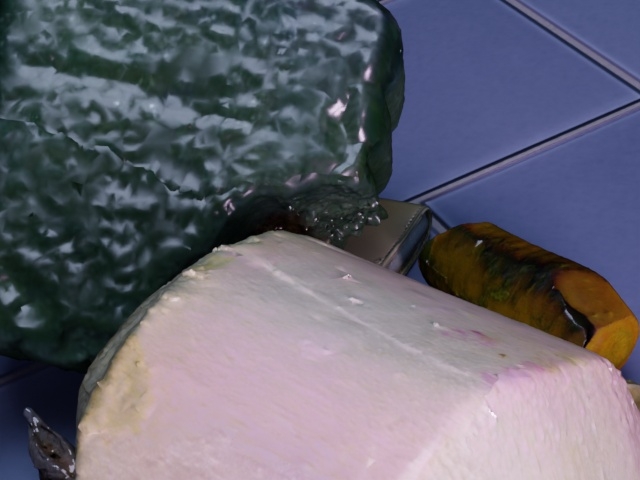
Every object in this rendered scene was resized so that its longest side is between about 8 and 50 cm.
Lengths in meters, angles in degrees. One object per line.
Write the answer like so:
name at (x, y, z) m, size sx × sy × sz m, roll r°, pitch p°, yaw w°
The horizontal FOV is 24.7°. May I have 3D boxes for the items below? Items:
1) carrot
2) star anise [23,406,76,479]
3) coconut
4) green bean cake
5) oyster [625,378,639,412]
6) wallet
carrot at (0.150, 0.040, 1.054) m, size 0.082 × 0.082 × 0.173 m, roll -29°, pitch 41°, yaw -22°
star anise at (-0.148, 0.185, 0.962) m, size 0.195 × 0.065 × 0.182 m, roll -3°, pitch 42°, yaw 5°
coconut at (0.034, 0.166, 0.765) m, size 0.309 × 0.298 × 0.297 m, roll 28°, pitch 52°, yaw 37°
green bean cake at (-0.103, -0.041, 1.077) m, size 0.300 × 0.169 × 0.308 m, roll 10°, pitch 80°, yaw 8°
oyster at (0.198, 0.131, 0.930) m, size 0.132 × 0.072 × 0.209 m, roll -32°, pitch 43°, yaw -21°
wallet at (0.000, 0.000, 1.184) m, size 0.155 × 0.039 × 0.110 m, roll 10°, pitch 38°, yaw 26°
